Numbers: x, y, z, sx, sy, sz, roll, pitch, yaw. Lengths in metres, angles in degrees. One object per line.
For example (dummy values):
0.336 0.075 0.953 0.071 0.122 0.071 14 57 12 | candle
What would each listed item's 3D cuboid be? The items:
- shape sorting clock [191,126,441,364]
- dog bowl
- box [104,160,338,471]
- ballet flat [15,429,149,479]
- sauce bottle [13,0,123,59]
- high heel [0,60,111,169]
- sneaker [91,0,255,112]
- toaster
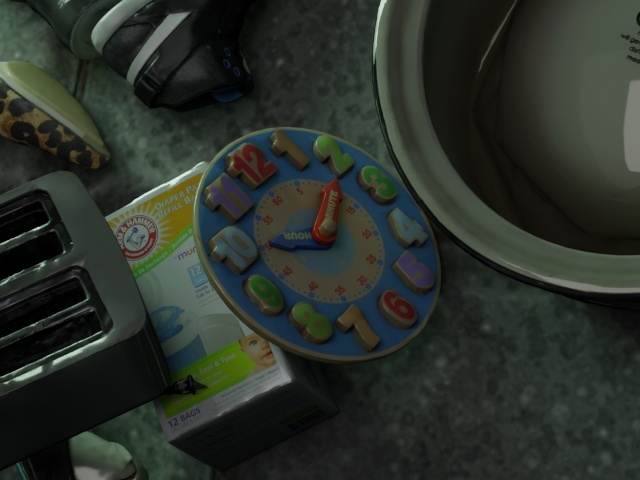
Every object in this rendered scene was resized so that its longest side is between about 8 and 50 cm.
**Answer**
0.000 0.000 1.515 0.206 0.040 0.206 12 52 -16 | shape sorting clock
0.252 -0.129 1.468 0.408 0.150 0.408 -8 68 20 | dog bowl
-0.084 0.060 1.557 0.114 0.103 0.203 -27 64 10 | box
-0.172 0.225 1.546 0.096 0.095 0.280 -20 75 3 | ballet flat
-0.289 -0.286 1.759 0.111 0.111 0.344 -43 62 2 | sauce bottle
-0.309 -0.076 1.723 0.261 0.093 0.186 33 104 20 | high heel
-0.072 -0.188 1.668 0.217 0.079 0.121 -38 81 -5 | sneaker
-0.206 0.059 1.461 0.185 0.110 0.168 -24 60 -9 | toaster
